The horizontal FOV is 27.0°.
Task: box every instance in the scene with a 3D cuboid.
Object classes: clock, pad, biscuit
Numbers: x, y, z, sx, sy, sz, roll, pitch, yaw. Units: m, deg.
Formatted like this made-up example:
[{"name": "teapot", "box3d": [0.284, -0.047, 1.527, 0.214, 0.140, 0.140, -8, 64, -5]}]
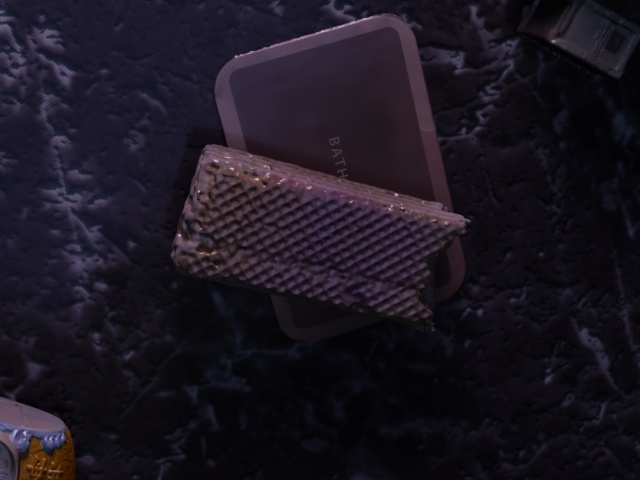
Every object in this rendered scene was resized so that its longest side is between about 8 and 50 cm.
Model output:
[{"name": "clock", "box3d": [-0.305, 0.197, 1.093, 0.231, 0.103, 0.144, 19, 95, -18]}, {"name": "pad", "box3d": [0.021, -0.048, 1.132, 0.176, 0.002, 0.266, -17, 111, -6]}, {"name": "biscuit", "box3d": [0.000, 0.000, 1.110, 0.239, 0.062, 0.108, 14, 107, -15]}]

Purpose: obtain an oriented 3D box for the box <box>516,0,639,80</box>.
[{"name": "box", "box3d": [0.217, -0.173, 1.099, 0.085, 0.063, 0.060, 26, 103, -18]}]
